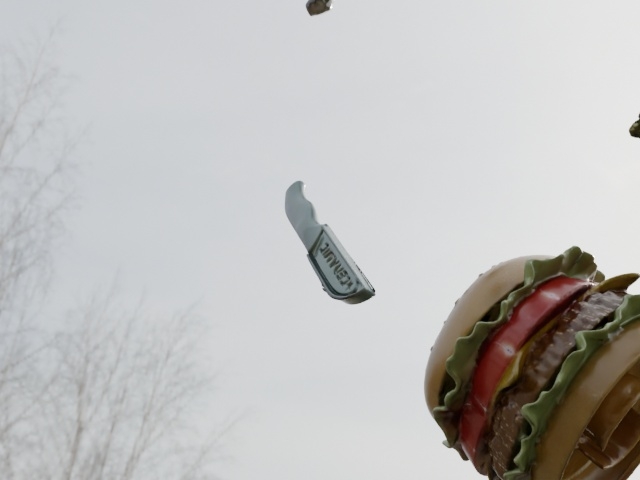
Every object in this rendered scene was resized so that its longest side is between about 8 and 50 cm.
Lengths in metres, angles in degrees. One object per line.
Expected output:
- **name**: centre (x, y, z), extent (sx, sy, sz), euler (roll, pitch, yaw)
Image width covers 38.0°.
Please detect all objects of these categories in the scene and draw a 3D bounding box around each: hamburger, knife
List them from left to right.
- **knife**: centre (-0.001, 0.000, 0.644), extent (0.015, 0.210, 0.028), euler (36, -80, -24)
- **hamburger**: centre (0.233, 0.137, 0.971), extent (0.212, 0.274, 0.274), euler (34, -12, 36)

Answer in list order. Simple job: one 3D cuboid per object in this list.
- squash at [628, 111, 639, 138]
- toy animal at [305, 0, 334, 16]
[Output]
- **squash**: centre (0.343, -0.141, 0.815), extent (0.090, 0.200, 0.075), euler (58, -9, -27)
- **toy animal**: centre (0.033, -0.542, 1.486), extent (0.194, 0.344, 0.302), euler (-19, -75, 24)
